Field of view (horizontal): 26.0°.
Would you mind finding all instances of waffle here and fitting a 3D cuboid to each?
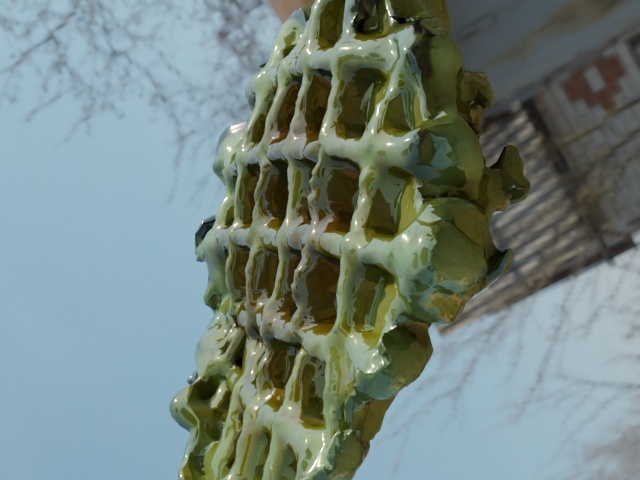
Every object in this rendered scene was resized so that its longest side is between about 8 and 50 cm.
[{"bbox_3d":[0.000,0.000,0.710,0.073,0.297,0.317,14,-139,-21],"label":"waffle"}]
